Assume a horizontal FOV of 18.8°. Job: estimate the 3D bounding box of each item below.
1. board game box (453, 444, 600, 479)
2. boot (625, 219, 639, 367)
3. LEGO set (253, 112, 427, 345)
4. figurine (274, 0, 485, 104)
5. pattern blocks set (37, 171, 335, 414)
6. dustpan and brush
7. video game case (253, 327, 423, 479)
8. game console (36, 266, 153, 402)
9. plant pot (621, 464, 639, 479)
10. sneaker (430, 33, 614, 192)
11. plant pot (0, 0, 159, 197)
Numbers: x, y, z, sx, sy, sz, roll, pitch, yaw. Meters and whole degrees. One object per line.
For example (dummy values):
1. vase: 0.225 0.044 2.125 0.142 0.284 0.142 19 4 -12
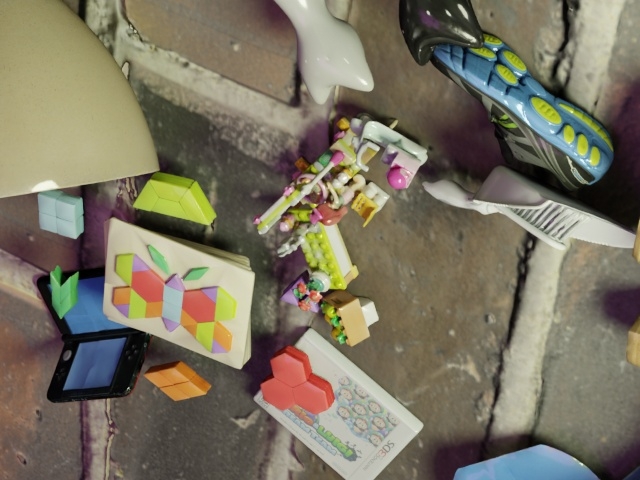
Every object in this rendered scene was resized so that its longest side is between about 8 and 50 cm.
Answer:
1. board game box: 0.216 0.256 1.939 0.168 0.033 0.133 -22 113 33
2. boot: 0.370 0.035 1.601 0.211 0.104 0.295 17 138 20
3. LEGO set: 0.000 0.000 1.842 0.132 0.107 0.287 31 137 14
4. figurine: 0.019 -0.226 1.638 0.215 0.092 0.209 -19 105 46
5. pattern blocks set: -0.148 0.057 2.011 0.325 0.026 0.285 8 126 24
6. dustpan and brush: 0.168 -0.032 1.698 0.211 0.147 0.060 35 102 45
7. video game case: 0.016 0.181 2.046 0.157 0.019 0.143 41 138 3
8. game console: -0.266 0.108 2.161 0.144 0.124 0.085 -9 144 42
9. plant pot: 0.354 0.353 1.822 0.234 0.166 0.165 30 139 -7
10. sneaker: 0.163 -0.108 1.656 0.188 0.067 0.078 40 135 1
11. plant pot: -0.310 -0.140 1.879 0.284 0.284 0.191 -5 95 40
